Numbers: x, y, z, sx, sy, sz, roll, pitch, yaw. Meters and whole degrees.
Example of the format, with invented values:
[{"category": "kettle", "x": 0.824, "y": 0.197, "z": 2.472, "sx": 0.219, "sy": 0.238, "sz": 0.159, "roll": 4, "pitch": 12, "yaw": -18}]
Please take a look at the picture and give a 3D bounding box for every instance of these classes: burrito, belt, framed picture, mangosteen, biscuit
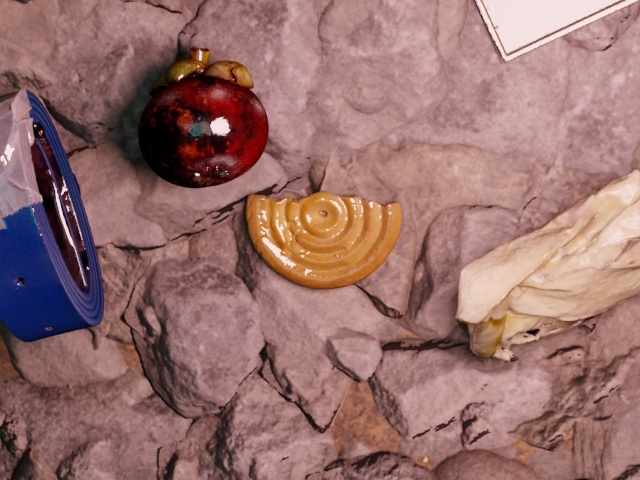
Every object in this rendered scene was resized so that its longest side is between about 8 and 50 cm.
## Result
[{"category": "burrito", "x": 0.334, "y": 0.036, "z": 1.837, "sx": 0.332, "sy": 0.190, "sz": 0.135, "roll": -27, "pitch": 62, "yaw": 8}, {"category": "belt", "x": -0.410, "y": -0.030, "z": 1.863, "sx": 0.117, "sy": 0.212, "sz": 0.346, "roll": -13, "pitch": 104, "yaw": 10}, {"category": "framed picture", "x": 0.283, "y": -0.413, "z": 1.815, "sx": 0.211, "sy": 0.020, "sz": 0.289, "roll": -25, "pitch": 98, "yaw": 10}, {"category": "mangosteen", "x": -0.163, "y": -0.170, "z": 1.843, "sx": 0.200, "sy": 0.200, "sz": 0.199, "roll": 1, "pitch": 101, "yaw": 5}, {"category": "biscuit", "x": 0.000, "y": 0.000, "z": 1.918, "sx": 0.224, "sy": 0.033, "sz": 0.144, "roll": 6, "pitch": 101, "yaw": 5}]
